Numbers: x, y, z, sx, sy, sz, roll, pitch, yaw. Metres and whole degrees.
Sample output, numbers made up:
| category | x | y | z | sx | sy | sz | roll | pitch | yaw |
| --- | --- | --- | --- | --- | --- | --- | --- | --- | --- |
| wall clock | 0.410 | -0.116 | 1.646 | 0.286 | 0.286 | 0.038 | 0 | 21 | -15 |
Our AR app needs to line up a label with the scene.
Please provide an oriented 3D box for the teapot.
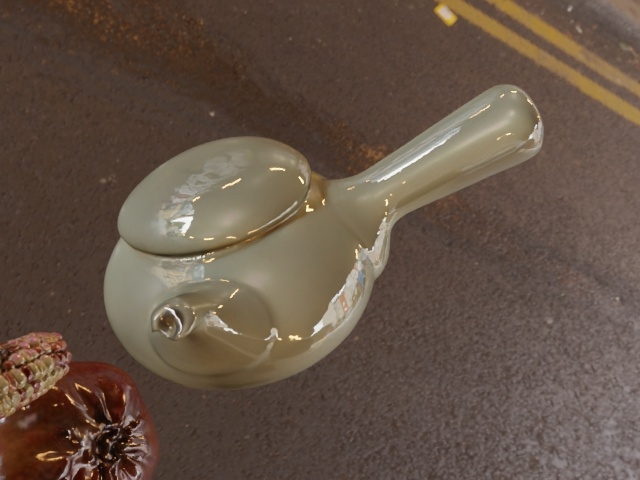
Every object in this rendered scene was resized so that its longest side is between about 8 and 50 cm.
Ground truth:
| category | x | y | z | sx | sy | sz | roll | pitch | yaw |
| --- | --- | --- | --- | --- | --- | --- | --- | --- | --- |
| teapot | -0.013 | -0.017 | 0.510 | 0.318 | 0.220 | 0.149 | -30 | 125 | -19 |

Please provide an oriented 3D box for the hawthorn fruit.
| category | x | y | z | sx | sy | sz | roll | pitch | yaw |
| --- | --- | --- | --- | --- | --- | --- | --- | --- | --- |
| hawthorn fruit | -0.408 | 0.319 | 0.971 | 0.325 | 0.308 | 0.308 | -7 | 61 | 11 |

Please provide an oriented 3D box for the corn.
| category | x | y | z | sx | sy | sz | roll | pitch | yaw |
| --- | --- | --- | --- | --- | --- | --- | --- | --- | --- |
| corn | -0.387 | 0.174 | 0.685 | 0.280 | 0.092 | 0.092 | -26 | 81 | -52 |
